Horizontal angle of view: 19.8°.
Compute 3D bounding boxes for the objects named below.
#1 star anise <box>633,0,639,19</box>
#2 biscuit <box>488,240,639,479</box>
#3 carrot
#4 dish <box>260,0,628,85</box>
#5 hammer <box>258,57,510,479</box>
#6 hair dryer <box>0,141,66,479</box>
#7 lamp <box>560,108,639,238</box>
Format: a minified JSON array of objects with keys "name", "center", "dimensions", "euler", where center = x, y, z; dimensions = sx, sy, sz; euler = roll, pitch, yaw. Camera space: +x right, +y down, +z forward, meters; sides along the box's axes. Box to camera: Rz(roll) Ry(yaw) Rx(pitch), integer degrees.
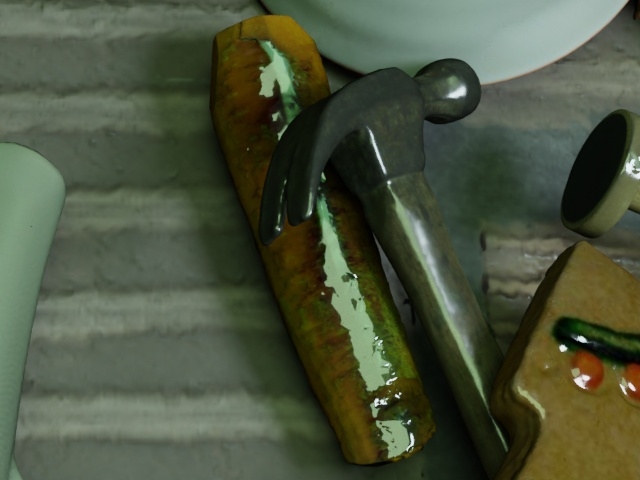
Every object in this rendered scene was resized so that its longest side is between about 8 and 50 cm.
[{"name":"star anise","center":[0.229,-0.149,1.088],"dimensions":[0.190,0.070,0.097],"euler":[43,60,16]},{"name":"biscuit","center":[0.168,0.142,0.928],"dimensions":[0.278,0.043,0.301],"euler":[-7,74,-38]},{"name":"carrot","center":[0.000,0.000,1.000],"dimensions":[0.070,0.070,0.260],"euler":[-16,76,-15]},{"name":"dish","center":[0.070,-0.222,1.051],"dimensions":[0.260,0.085,0.260],"euler":[-1,71,3]},{"name":"hammer","center":[0.108,0.113,0.955],"dimensions":[0.168,0.044,0.440],"euler":[-22,83,-42]},{"name":"hair dryer","center":[-0.136,0.092,0.940],"dimensions":[0.298,0.119,0.296],"euler":[6,65,-25]},{"name":"lamp","center":[0.244,0.001,1.010],"dimensions":[0.214,0.121,0.121],"euler":[25,68,-14]}]
